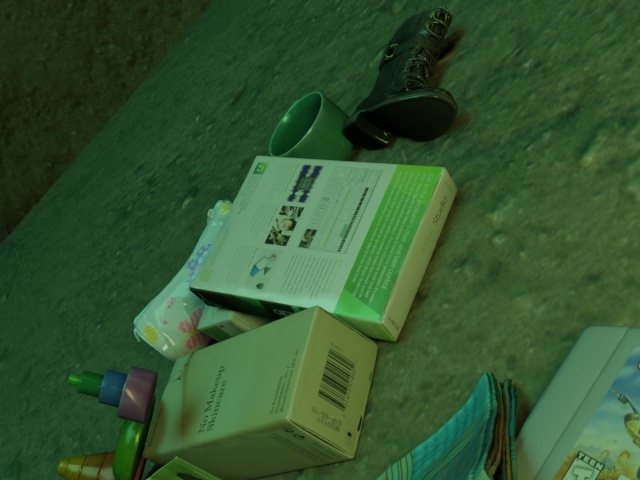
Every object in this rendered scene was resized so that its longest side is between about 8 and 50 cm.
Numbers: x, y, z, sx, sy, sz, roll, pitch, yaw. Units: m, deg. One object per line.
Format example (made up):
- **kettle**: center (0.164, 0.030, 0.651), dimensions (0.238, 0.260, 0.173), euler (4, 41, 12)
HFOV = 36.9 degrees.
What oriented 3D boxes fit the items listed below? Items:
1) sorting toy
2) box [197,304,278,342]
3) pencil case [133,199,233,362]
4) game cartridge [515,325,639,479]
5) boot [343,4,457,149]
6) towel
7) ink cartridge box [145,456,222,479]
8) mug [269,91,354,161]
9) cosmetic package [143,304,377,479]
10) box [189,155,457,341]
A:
- **sorting toy**: center (-0.300, 0.271, 1.304), dimensions (0.365, 0.126, 0.127), euler (108, 176, -51)
- **box**: center (-0.105, 0.102, 1.397), dimensions (0.087, 0.101, 0.102), euler (-21, 43, 46)
- **pencil case**: center (-0.182, 0.069, 1.536), dimensions (0.273, 0.124, 0.113), euler (-56, 27, -3)
- **game cartridge**: center (0.276, 0.176, 0.763), dimensions (0.198, 0.062, 0.297), euler (-60, 27, -4)
- **boot**: center (0.142, -0.260, 1.439), dimensions (0.263, 0.091, 0.229), euler (-5, 55, 59)
- **towel**: center (0.041, 0.289, 0.896), dimensions (0.370, 0.040, 0.271), euler (-46, 0, 16)
- **ink cartridge box**: center (-0.214, 0.376, 1.244), dimensions (0.209, 0.109, 0.062), euler (-40, 30, 24)
- **mug**: center (-0.002, -0.171, 1.557), dimensions (0.129, 0.097, 0.158), euler (-22, 40, 47)
- **cosmetic package**: center (-0.081, 0.208, 1.227), dimensions (0.309, 0.113, 0.160), euler (-24, 40, 43)
- **box**: center (0.000, 0.000, 1.284), dimensions (0.322, 0.058, 0.232), euler (7, 62, 38)
